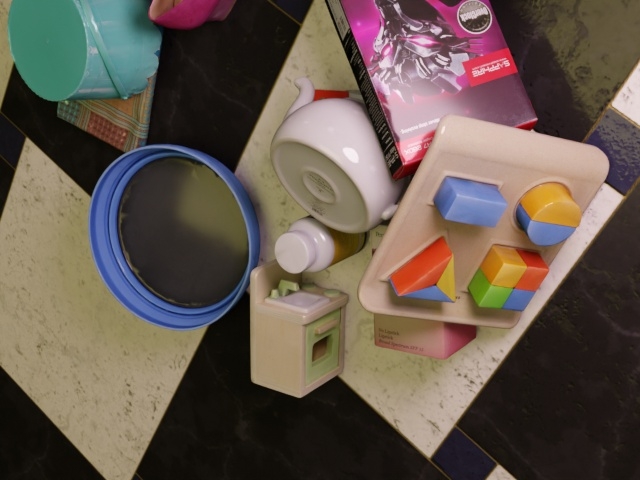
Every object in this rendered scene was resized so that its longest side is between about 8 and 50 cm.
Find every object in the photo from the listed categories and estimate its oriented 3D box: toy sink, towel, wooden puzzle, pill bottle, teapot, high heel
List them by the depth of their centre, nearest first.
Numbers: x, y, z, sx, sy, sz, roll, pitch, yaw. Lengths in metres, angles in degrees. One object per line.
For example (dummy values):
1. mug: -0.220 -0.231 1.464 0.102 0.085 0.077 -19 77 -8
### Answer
1. wooden puzzle: 0.262 -0.005 1.523 0.348 0.322 0.080 -67 29 27
2. teapot: 0.057 -0.147 1.640 0.252 0.187 0.256 3 134 54
3. high heel: -0.182 -0.544 1.744 0.127 0.181 0.377 37 122 21
4. pill bottle: 0.000 0.000 1.781 0.103 0.184 0.103 11 111 32
5. toy sink: -0.039 0.159 1.880 0.131 0.153 0.234 12 110 32
6. towel: -0.452 -0.388 2.077 0.271 0.040 0.370 28 119 27

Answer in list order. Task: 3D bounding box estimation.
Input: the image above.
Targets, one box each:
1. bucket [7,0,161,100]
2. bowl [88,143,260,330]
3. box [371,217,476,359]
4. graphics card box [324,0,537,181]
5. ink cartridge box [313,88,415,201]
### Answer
1. bucket: -0.476 -0.409 1.946 0.281 0.183 0.281 13 112 33
2. bowl: -0.301 -0.009 2.021 0.391 0.077 0.391 6 105 23
3. box: 0.182 0.072 1.710 0.149 0.127 0.232 8 109 34
4. graphics card box: 0.161 -0.306 1.524 0.094 0.233 0.371 121 130 -78
5. ink cartridge box: 0.070 -0.175 1.761 0.232 0.066 0.189 7 108 29
